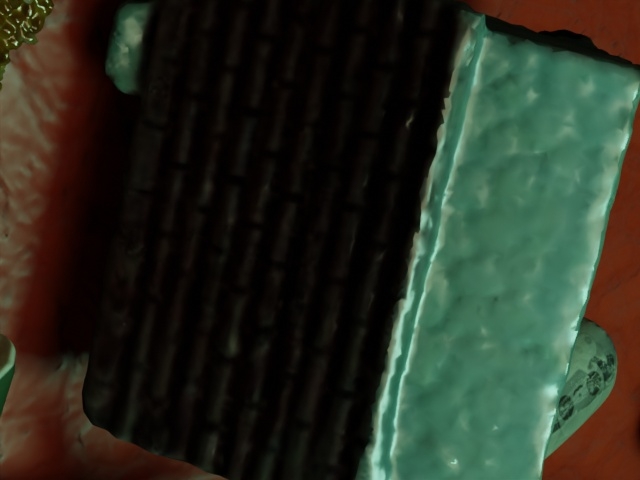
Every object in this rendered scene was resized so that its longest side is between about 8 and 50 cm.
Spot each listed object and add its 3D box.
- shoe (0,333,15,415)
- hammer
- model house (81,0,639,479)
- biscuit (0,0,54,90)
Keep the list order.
[{"bbox_3d":[-0.242,0.057,0.804,0.265,0.095,0.110,27,97,-52],"label":"shoe"},{"bbox_3d":[0.115,0.039,1.126,0.116,0.069,0.194,-37,118,-35],"label":"hammer"},{"bbox_3d":[0.000,0.000,0.945,0.248,0.230,0.281,13,99,-1],"label":"model house"},{"bbox_3d":[-0.209,-0.074,0.824,0.206,0.025,0.126,-52,132,-11],"label":"biscuit"}]
